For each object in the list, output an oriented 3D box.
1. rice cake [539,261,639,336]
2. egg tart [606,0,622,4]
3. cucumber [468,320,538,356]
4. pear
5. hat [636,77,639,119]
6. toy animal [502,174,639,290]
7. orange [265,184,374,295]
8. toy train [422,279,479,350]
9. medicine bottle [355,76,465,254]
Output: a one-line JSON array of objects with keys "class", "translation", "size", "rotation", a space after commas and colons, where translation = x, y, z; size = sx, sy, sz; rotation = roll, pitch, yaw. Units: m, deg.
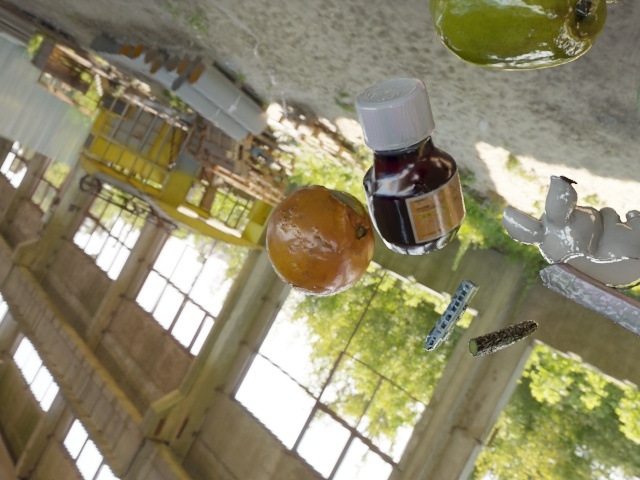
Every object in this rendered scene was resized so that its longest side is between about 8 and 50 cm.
[{"class": "rice cake", "translation": [0.582, 0.138, 1.180], "size": [0.365, 0.056, 0.072], "rotation": [31, -161, 27]}, {"class": "egg tart", "translation": [0.678, -0.695, 1.462], "size": [0.341, 0.132, 0.341], "rotation": [12, 139, 11]}, {"class": "cucumber", "translation": [0.621, 0.318, 2.107], "size": [0.293, 0.068, 0.067], "rotation": [-13, -161, -24]}, {"class": "pear", "translation": [0.338, -0.418, 1.105], "size": [0.253, 0.253, 0.307], "rotation": [28, -173, -38]}, {"class": "hat", "translation": [1.120, -0.449, 1.989], "size": [0.130, 0.257, 0.257], "rotation": [-9, -178, -4]}, {"class": "toy animal", "translation": [0.555, -0.007, 1.327], "size": [0.325, 0.208, 0.154], "rotation": [29, -138, -23]}, {"class": "orange", "translation": [0.000, 0.000, 1.364], "size": [0.240, 0.240, 0.240], "rotation": [28, 180, 0]}, {"class": "toy train", "translation": [0.315, 0.188, 1.547], "size": [0.047, 0.207, 0.043], "rotation": [39, -160, 31]}, {"class": "medicine bottle", "translation": [0.209, -0.179, 1.525], "size": [0.242, 0.242, 0.395], "rotation": [27, 146, 45]}]
